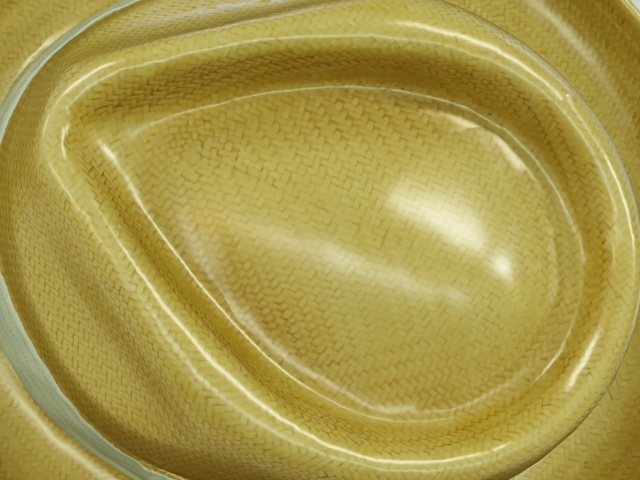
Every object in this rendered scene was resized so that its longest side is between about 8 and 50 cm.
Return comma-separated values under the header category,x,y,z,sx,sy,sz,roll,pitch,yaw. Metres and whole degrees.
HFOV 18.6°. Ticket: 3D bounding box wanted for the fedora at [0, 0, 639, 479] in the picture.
category,x,y,z,sx,sy,sz,roll,pitch,yaw
fedora,0.000,0.000,0.388,0.194,0.194,0.079,-5,-4,-9
